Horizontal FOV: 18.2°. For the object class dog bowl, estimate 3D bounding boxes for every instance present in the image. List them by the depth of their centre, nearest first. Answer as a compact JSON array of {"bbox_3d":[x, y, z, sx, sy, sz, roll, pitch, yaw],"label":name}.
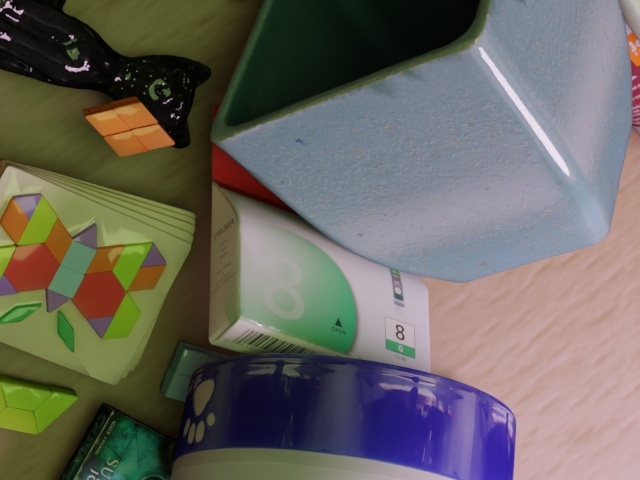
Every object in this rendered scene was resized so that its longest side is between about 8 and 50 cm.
[{"bbox_3d":[0.019,0.174,1.554,0.264,0.265,0.104,15,71,-19],"label":"dog bowl"}]

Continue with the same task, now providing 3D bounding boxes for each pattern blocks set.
[{"bbox_3d":[-0.199,0.022,1.563,0.324,0.026,0.285,8,108,-22],"label":"pattern blocks set"}]

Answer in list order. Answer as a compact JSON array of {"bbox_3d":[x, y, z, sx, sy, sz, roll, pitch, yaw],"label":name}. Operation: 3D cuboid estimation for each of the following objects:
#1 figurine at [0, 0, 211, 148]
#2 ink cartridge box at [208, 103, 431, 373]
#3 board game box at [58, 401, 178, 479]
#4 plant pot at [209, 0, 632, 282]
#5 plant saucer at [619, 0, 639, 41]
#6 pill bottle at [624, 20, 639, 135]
[{"bbox_3d":[-0.152,-0.203,1.564,0.209,0.092,0.215,25,88,-27],"label":"figurine"},{"bbox_3d":[0.000,0.000,1.568,0.181,0.056,0.225,19,55,-29],"label":"ink cartridge box"},{"bbox_3d":[-0.170,0.240,1.621,0.126,0.026,0.186,31,87,-30],"label":"board game box"},{"bbox_3d":[0.110,-0.111,1.541,0.252,0.247,0.247,48,41,-31],"label":"plant pot"},{"bbox_3d":[0.391,-0.294,1.642,0.400,0.100,0.401,7,77,-32],"label":"plant saucer"},{"bbox_3d":[0.275,-0.169,1.677,0.221,0.121,0.121,44,83,-18],"label":"pill bottle"}]
